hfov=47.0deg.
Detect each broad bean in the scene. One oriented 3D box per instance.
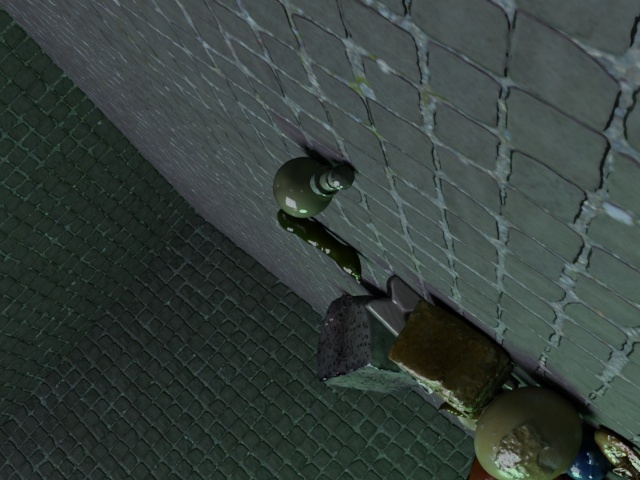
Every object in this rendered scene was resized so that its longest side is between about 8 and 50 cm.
[{"bbox_3d":[0.000,-0.001,1.544,0.256,0.052,0.052,38,135,26],"label":"broad bean"}]

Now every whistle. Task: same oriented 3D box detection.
[{"bbox_3d":[0.464,0.384,1.295,0.090,0.090,0.158,38,172,19],"label":"whistle"}]

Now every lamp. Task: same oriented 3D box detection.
[{"bbox_3d":[-0.003,-0.081,1.053,0.091,0.091,0.163,44,156,-22],"label":"lamp"}]

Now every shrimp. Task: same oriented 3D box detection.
[{"bbox_3d":[0.513,0.361,1.185,0.162,0.045,0.095,43,153,26],"label":"shrimp"}]

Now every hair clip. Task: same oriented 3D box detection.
[{"bbox_3d":[0.233,0.210,1.437,0.331,0.101,0.085,42,178,2],"label":"hair clip"}]

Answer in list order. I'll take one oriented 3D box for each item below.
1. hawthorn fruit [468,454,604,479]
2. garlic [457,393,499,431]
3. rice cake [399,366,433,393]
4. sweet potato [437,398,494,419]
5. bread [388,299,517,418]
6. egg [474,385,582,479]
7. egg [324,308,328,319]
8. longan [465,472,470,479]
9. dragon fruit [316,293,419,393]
[{"bbox_3d":[0.446,0.489,1.459,0.276,0.276,0.307,39,144,15],"label":"hawthorn fruit"},{"bbox_3d":[0.404,0.419,1.714,0.143,0.112,0.318,9,154,32],"label":"garlic"},{"bbox_3d":[0.223,0.241,1.560,0.124,0.038,0.211,42,-158,13],"label":"rice cake"},{"bbox_3d":[0.344,0.325,1.360,0.274,0.067,0.067,11,175,-7],"label":"sweet potato"},{"bbox_3d":[0.230,0.210,1.312,0.196,0.138,0.102,36,-179,27],"label":"bread"},{"bbox_3d":[0.346,0.331,1.240,0.164,0.164,0.201,41,132,0],"label":"egg"},{"bbox_3d":[0.090,0.250,2.228,0.164,0.131,0.131,22,163,29],"label":"egg"},{"bbox_3d":[0.460,0.634,1.677,0.300,0.243,0.300,15,-167,-4],"label":"longan"},{"bbox_3d":[0.140,0.250,1.793,0.221,0.203,0.283,16,157,-21],"label":"dragon fruit"}]
